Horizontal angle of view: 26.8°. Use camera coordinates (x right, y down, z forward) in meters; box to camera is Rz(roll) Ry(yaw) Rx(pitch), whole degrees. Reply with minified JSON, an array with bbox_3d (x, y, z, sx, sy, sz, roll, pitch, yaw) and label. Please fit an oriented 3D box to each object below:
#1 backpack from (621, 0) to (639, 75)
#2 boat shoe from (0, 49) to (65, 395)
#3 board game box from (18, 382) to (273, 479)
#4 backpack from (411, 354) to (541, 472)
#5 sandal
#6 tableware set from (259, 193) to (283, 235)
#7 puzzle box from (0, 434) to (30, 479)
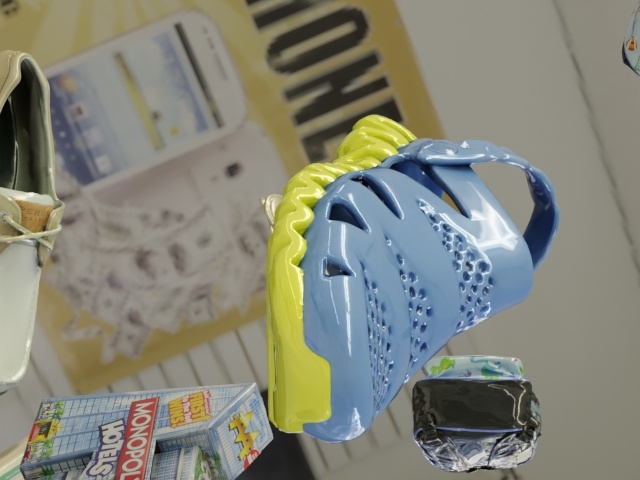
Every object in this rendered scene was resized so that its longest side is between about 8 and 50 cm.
[{"bbox_3d":[0.574,-0.299,1.906,0.213,0.263,0.276,97,15,-50],"label":"backpack"},{"bbox_3d":[-0.281,-0.019,1.150,0.113,0.103,0.302,7,73,-60],"label":"boat shoe"},{"bbox_3d":[-0.139,0.181,1.069,0.194,0.194,0.060,-91,167,-64],"label":"board game box"},{"bbox_3d":[0.131,0.144,1.113,0.114,0.105,0.084,68,22,-60],"label":"backpack"},{"bbox_3d":[0.055,0.009,0.754,0.317,0.138,0.126,-57,152,-61],"label":"sandal"},{"bbox_3d":[0.000,0.000,1.640,0.168,0.020,0.141,-13,68,-54],"label":"tableware set"},{"bbox_3d":[-0.362,0.401,1.369,0.409,0.052,0.272,-32,106,-56],"label":"puzzle box"}]
